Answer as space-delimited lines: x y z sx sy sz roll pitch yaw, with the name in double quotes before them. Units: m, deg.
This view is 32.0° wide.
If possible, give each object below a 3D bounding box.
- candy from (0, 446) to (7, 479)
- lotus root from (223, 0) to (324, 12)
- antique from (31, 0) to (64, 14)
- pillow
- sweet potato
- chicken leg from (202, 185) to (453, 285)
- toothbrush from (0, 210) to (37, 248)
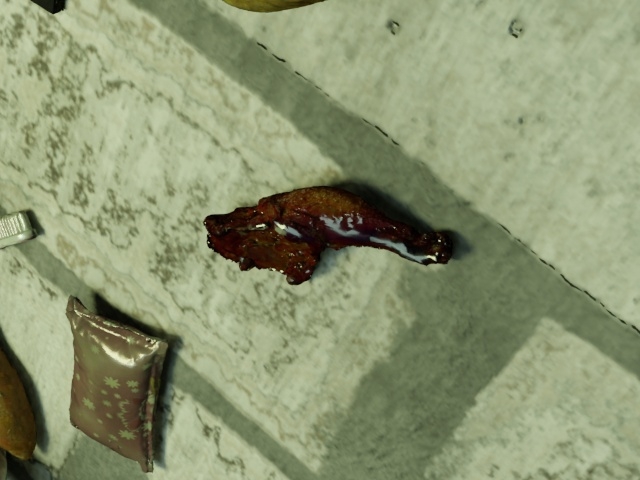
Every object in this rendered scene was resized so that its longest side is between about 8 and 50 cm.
"candy" -0.477 0.248 1.218 0.289 0.214 0.157 28 132 18
"lotus root" -0.021 -0.191 0.679 0.190 0.094 0.108 -21 78 53
"antique" -0.278 -0.239 0.903 0.192 0.015 0.031 34 132 19
"pillow" -0.197 0.139 1.048 0.118 0.043 0.185 27 130 21
"sweet potato" -0.345 0.138 1.160 0.065 0.051 0.218 -3 114 42
"chicken leg" -0.005 -0.004 0.805 0.205 0.053 0.093 -3 137 47
"toothbrush" -0.378 0.011 1.129 0.307 0.025 0.030 -14 98 42
